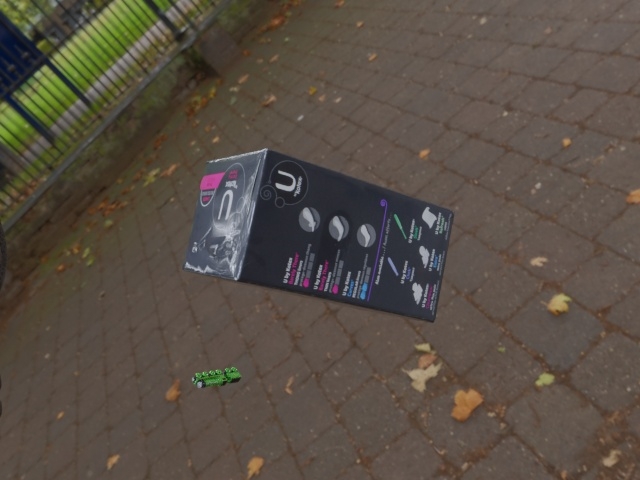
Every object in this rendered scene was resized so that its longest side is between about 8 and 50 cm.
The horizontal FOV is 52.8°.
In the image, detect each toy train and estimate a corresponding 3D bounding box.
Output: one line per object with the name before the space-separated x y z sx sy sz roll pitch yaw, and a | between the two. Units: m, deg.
toy train | -0.151 0.203 0.946 0.023 0.083 0.017 48 119 31

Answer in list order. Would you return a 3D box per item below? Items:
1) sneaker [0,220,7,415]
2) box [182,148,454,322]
sneaker | -0.345 0.051 0.531 0.116 0.136 0.313 107 154 -59
box | 0.000 0.000 0.770 0.165 0.270 0.143 2 79 58
